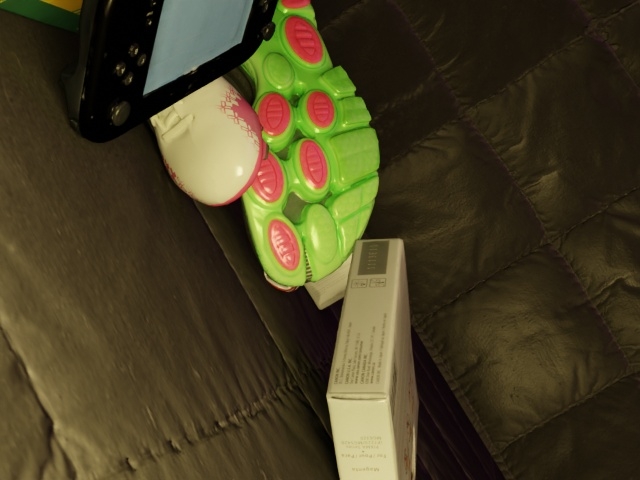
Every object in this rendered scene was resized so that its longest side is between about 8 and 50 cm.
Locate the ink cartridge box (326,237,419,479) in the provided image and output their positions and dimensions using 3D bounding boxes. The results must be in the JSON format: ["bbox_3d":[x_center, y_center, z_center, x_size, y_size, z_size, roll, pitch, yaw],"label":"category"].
[{"bbox_3d":[0.064,0.166,0.915,0.275,0.060,0.239,-76,161,-58],"label":"ink cartridge box"}]

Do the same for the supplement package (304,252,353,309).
[{"bbox_3d":[0.000,0.000,1.334,0.179,0.105,0.105,59,7,1],"label":"supplement package"}]

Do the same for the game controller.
[{"bbox_3d":[-0.109,-0.201,0.766,0.067,0.166,0.319,35,36,4],"label":"game controller"}]

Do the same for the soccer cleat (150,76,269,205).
[{"bbox_3d":[-0.162,-0.159,0.916,0.143,0.116,0.331,32,20,-40],"label":"soccer cleat"}]

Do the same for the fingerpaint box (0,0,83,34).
[{"bbox_3d":[-0.139,-0.336,0.653,0.163,0.371,0.445,57,5,-5],"label":"fingerpaint box"}]

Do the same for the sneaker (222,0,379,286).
[{"bbox_3d":[-0.059,-0.144,1.105,0.202,0.185,0.483,117,-34,-52],"label":"sneaker"}]

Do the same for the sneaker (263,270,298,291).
[{"bbox_3d":[-0.061,0.011,1.088,0.118,0.042,0.067,60,3,0],"label":"sneaker"}]
